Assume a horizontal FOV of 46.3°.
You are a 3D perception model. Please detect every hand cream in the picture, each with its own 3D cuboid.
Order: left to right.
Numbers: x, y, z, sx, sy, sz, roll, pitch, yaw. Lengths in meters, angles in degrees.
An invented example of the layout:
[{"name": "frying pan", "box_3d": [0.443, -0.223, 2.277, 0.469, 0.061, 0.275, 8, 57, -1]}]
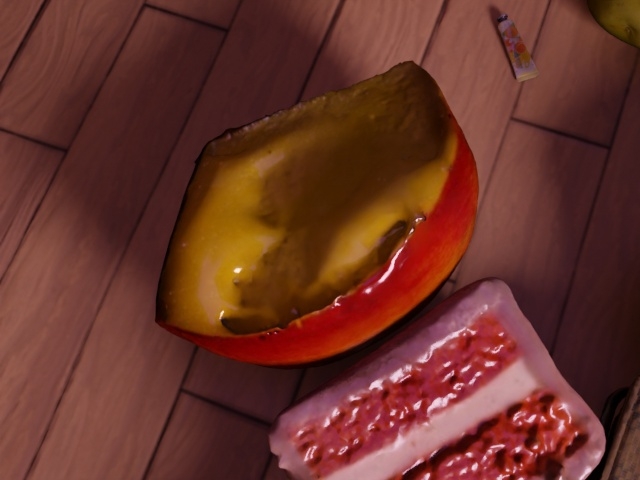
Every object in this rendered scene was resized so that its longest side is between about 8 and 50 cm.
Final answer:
[{"name": "hand cream", "box_3d": [0.278, -0.275, 1.067, 0.035, 0.022, 0.102, -17, 77, -10]}]

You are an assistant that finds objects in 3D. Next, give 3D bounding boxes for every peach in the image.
[{"name": "peach", "box_3d": [0.000, 0.000, 0.869, 0.381, 0.242, 0.306, -21, 55, 6]}]

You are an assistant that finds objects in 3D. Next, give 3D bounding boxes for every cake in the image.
[{"name": "cake", "box_3d": [0.117, 0.221, 0.824, 0.309, 0.230, 0.237, -33, 72, -5]}]

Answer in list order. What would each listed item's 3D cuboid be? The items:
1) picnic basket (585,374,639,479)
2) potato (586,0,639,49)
[{"name": "picnic basket", "box_3d": [0.401, 0.255, 0.737, 0.267, 0.139, 0.165, 19, 68, 23]}, {"name": "potato", "box_3d": [0.482, -0.396, 0.998, 0.216, 0.216, 0.304, 35, 76, 12]}]
